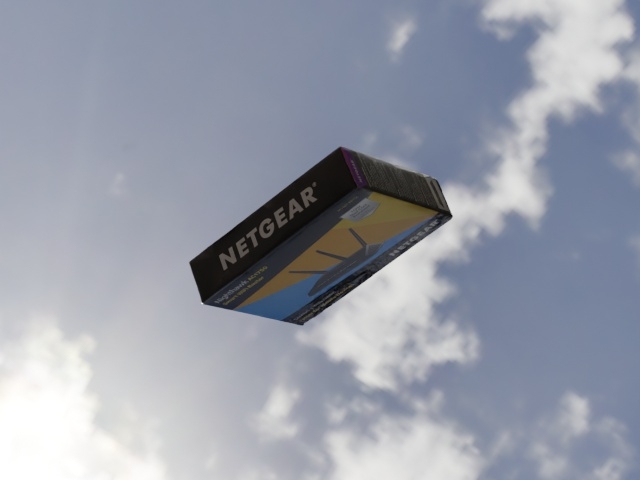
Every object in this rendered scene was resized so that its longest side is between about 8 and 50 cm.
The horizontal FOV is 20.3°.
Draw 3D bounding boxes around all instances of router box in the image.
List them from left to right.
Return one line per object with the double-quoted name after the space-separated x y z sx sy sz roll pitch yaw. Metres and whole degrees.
0.000 0.000 1.477 0.179 0.133 0.046 -37 -121 28 "router box"
